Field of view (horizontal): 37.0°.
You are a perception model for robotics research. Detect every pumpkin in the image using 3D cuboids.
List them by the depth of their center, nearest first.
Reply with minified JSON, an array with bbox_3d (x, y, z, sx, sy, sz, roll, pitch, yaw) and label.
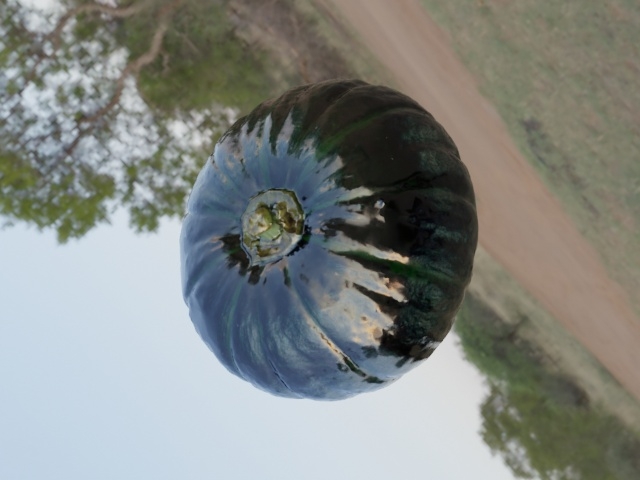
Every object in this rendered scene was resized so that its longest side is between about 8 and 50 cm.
[{"bbox_3d":[0.000,0.000,0.585,0.140,0.202,0.202,13,-148,-52],"label":"pumpkin"}]
